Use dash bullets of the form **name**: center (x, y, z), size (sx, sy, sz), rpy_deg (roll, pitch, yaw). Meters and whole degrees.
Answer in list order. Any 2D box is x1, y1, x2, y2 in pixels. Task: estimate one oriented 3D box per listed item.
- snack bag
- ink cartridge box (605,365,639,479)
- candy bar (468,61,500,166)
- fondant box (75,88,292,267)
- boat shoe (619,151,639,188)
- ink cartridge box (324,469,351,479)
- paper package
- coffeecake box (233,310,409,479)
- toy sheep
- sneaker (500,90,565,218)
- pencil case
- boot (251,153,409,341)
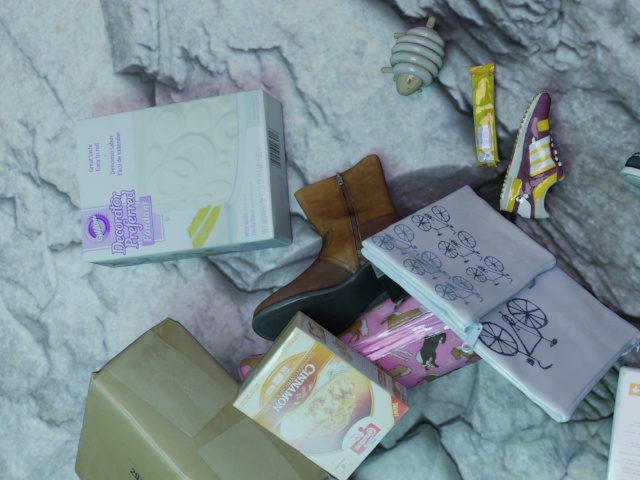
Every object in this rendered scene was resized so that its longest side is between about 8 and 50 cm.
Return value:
- **snack bag**: center (0.255, 0.071, 1.343), size (0.342, 0.323, 0.037), rpy_deg (42, 123, 17)
- **ink cartridge box**: center (0.475, 0.365, 1.366), size (0.176, 0.069, 0.371), rpy_deg (7, 83, 17)
- **candy bar**: center (0.248, -0.190, 1.521), size (0.040, 0.018, 0.161), rpy_deg (-5, 83, 20)
- **fondant box**: center (-0.221, -0.094, 1.614), size (0.330, 0.096, 0.238), rpy_deg (-7, 82, 17)
- **boat shoe**: center (0.567, -0.080, 1.370), size (0.302, 0.114, 0.091), rpy_deg (17, 90, 6)
- **ink cartridge box**: center (0.034, 0.407, 1.501), size (0.122, 0.052, 0.088), rpy_deg (26, 92, 19)
- **paper package**: center (-0.185, 0.335, 1.443), size (0.325, 0.168, 0.309), rpy_deg (42, 140, 17)
- **coffeecake box**: center (0.002, 0.209, 1.340), size (0.185, 0.068, 0.142), rpy_deg (36, 104, -8)
- **toy sheep**: center (0.147, -0.282, 1.530), size (0.091, 0.091, 0.132), rpy_deg (15, 83, 18)
- **sneaker**: center (0.323, -0.123, 1.471), size (0.084, 0.069, 0.185), rpy_deg (16, 95, 9)
- **pencil case**: center (0.078, 0.166, 1.447), size (0.386, 0.167, 0.160), rpy_deg (-26, 119, 11)
- **boot**: center (0.000, 0.000, 1.459), size (0.264, 0.096, 0.280), rpy_deg (-29, 41, 6)
